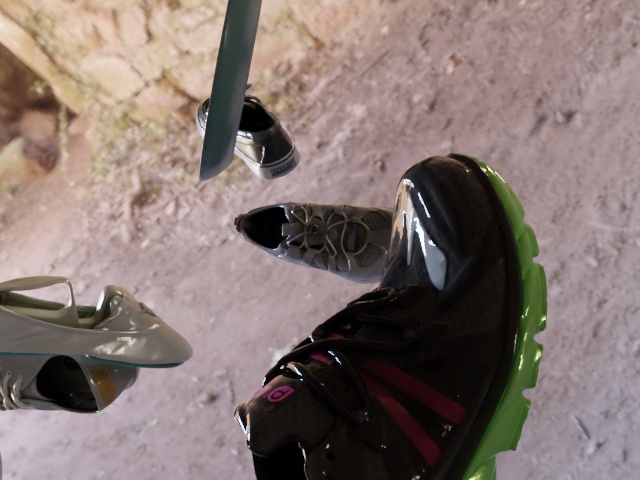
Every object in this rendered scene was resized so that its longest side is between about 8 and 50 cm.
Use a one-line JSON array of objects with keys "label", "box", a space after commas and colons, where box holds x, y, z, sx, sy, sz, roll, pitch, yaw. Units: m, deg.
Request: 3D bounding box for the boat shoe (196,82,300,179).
[{"label": "boat shoe", "box": [-0.141, -0.203, 1.655, 0.113, 0.105, 0.306, -30, 36, -9]}]

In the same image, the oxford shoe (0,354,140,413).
[{"label": "oxford shoe", "box": [-0.545, 0.246, 1.785, 0.449, 0.169, 0.130, -4, 27, 22]}]

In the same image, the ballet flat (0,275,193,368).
[{"label": "ballet flat", "box": [-0.387, 0.127, 1.586, 0.139, 0.400, 0.139, -172, 90, -66]}]

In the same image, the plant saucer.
[{"label": "plant saucer", "box": [-0.118, -0.233, 1.343, 0.317, 0.043, 0.318, -169, 90, -84]}]

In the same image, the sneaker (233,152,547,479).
[{"label": "sneaker", "box": [0.043, 0.128, 0.782, 0.185, 0.202, 0.483, 137, 152, -64]}]

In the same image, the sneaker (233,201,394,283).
[{"label": "sneaker", "box": [0.000, 0.000, 1.321, 0.281, 0.115, 0.105, 0, 82, 42]}]

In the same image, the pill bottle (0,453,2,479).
[{"label": "pill bottle", "box": [-0.590, 0.293, 1.214, 0.223, 0.392, 0.224, -3, 75, 12]}]
